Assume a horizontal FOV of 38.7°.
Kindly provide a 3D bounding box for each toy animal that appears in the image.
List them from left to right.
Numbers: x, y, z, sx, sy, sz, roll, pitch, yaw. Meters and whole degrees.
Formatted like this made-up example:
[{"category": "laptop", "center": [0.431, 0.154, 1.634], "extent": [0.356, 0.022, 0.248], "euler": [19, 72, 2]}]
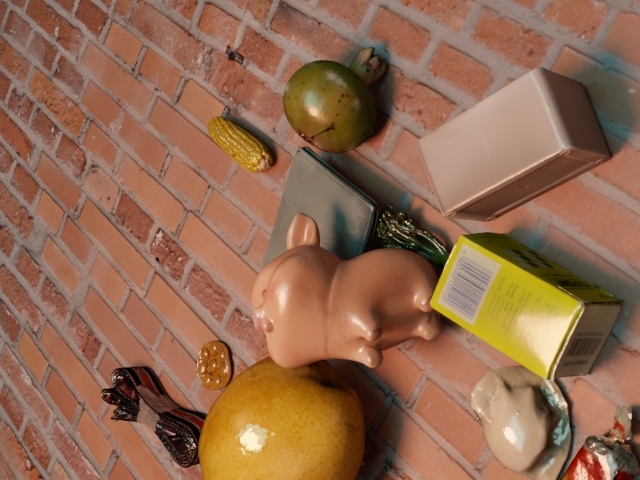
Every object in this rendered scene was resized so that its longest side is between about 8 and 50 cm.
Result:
[{"category": "toy animal", "center": [0.041, 0.101, 1.557], "extent": [0.269, 0.326, 0.237], "euler": [41, 138, 52]}]

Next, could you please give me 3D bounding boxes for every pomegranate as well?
[{"category": "pomegranate", "center": [0.022, -0.271, 1.691], "extent": [0.179, 0.179, 0.210], "euler": [8, 83, 42]}]

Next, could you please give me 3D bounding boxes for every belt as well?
[{"category": "belt", "center": [-0.351, 0.389, 2.021], "extent": [0.359, 0.094, 0.126], "euler": [22, 99, 40]}]

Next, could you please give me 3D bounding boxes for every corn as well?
[{"category": "corn", "center": [-0.171, -0.204, 1.932], "extent": [0.206, 0.067, 0.067], "euler": [42, 113, 39]}]

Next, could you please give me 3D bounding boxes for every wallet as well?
[{"category": "wallet", "center": [0.001, 0.000, 1.734], "extent": [0.251, 0.054, 0.290], "euler": [41, 124, 38]}]

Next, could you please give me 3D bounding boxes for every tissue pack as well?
[{"category": "tissue pack", "center": [0.301, -0.141, 1.437], "extent": [0.246, 0.159, 0.136], "euler": [-29, 69, 36]}]

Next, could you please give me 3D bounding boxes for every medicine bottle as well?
[{"category": "medicine bottle", "center": [0.316, 0.097, 1.415], "extent": [0.250, 0.137, 0.141], "euler": [34, 108, 38]}]

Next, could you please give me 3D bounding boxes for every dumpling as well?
[{"category": "dumpling", "center": [0.322, 0.285, 1.431], "extent": [0.150, 0.092, 0.176], "euler": [-43, 54, 15]}]

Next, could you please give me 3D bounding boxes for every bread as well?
[{"category": "bread", "center": [-0.229, 0.270, 1.967], "extent": [0.110, 0.024, 0.110], "euler": [-4, 84, 41]}]

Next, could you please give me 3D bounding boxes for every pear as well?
[{"category": "pear", "center": [-0.066, 0.353, 1.634], "extent": [0.314, 0.314, 0.314], "euler": [-5, 83, 42]}]

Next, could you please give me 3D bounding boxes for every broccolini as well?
[{"category": "broccolini", "center": [0.180, 0.006, 1.616], "extent": [0.203, 0.068, 0.091], "euler": [32, 120, 23]}]

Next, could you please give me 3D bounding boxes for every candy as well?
[{"category": "candy", "center": [0.401, 0.376, 1.366], "extent": [0.086, 0.059, 0.292], "euler": [41, 113, 40]}]
